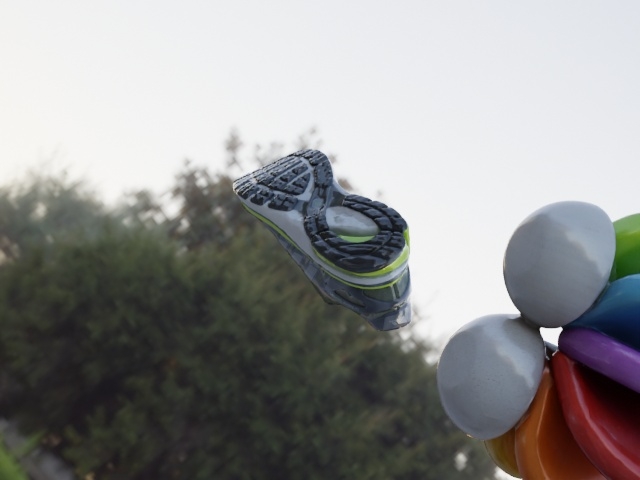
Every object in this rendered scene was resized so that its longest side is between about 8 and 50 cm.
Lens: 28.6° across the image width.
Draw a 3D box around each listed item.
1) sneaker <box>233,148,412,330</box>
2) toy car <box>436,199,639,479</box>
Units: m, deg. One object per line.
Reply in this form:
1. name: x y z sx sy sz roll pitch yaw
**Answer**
1. sneaker: 0.000 0.000 1.319 0.300 0.111 0.121 45 -25 53
2. toy car: 0.168 0.075 0.705 0.159 0.182 0.136 25 12 -23
